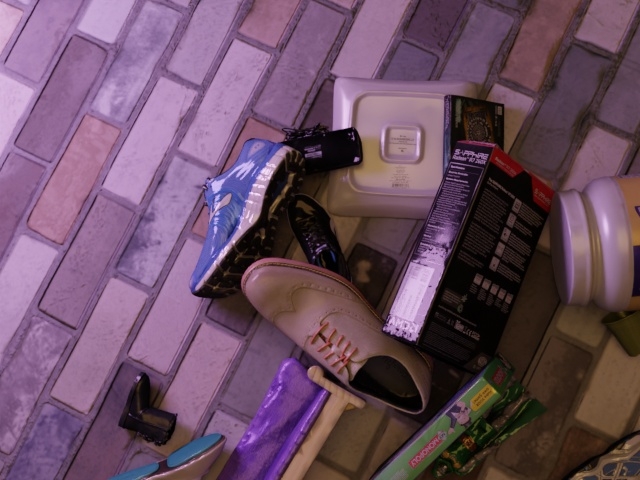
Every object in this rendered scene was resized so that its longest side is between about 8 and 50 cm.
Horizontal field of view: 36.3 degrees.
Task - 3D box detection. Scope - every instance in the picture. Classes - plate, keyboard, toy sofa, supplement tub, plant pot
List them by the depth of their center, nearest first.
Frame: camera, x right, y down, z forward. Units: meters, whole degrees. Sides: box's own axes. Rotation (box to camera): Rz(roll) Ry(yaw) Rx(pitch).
[{"bbox_3d":[0.585,0.000,1.704,0.331,0.241,0.241,-5,81,3],"label":"supplement tub"},{"bbox_3d":[-0.078,0.390,1.739,0.177,0.150,0.362,31,85,7],"label":"toy sofa"},{"bbox_3d":[0.565,0.165,1.769,0.083,0.083,0.079,-28,94,0],"label":"plant pot"},{"bbox_3d":[0.156,-0.180,1.861,0.277,0.045,0.278,3,82,4],"label":"plate"},{"bbox_3d":[-0.009,-0.174,1.866,0.192,0.038,0.100,-9,82,20],"label":"keyboard"}]

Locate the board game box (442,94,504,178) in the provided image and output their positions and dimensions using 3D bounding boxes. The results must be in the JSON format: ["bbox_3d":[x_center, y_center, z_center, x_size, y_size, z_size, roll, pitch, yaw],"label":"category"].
[{"bbox_3d":[0.287,-0.174,1.831,0.126,0.026,0.186,7,80,-26],"label":"board game box"}]

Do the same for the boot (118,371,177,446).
[{"bbox_3d":[-0.313,0.316,1.820,0.099,0.045,0.121,21,91,9],"label":"boot"}]

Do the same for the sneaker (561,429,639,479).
[{"bbox_3d":[0.507,0.418,1.728,0.211,0.080,0.081,-31,77,0],"label":"sneaker"}]

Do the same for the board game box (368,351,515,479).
[{"bbox_3d":[0.193,0.330,1.653,0.046,0.213,0.317,45,106,8],"label":"board game box"}]

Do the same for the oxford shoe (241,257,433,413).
[{"bbox_3d":[0.038,0.165,1.706,0.397,0.146,0.140,30,109,-9],"label":"oxford shoe"}]

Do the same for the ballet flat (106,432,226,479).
[{"bbox_3d":[-0.275,0.433,1.791,0.248,0.086,0.086,-23,81,2],"label":"ballet flat"}]

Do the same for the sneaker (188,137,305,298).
[{"bbox_3d":[-0.159,-0.043,1.836,0.147,0.130,0.330,30,93,33],"label":"sneaker"}]

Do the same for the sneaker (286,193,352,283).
[{"bbox_3d":[0.000,0.000,1.805,0.079,0.121,0.217,-26,81,-1],"label":"sneaker"}]

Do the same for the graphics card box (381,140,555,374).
[{"bbox_3d":[0.269,0.036,1.728,0.094,0.233,0.371,15,81,44],"label":"graphics card box"}]

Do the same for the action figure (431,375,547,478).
[{"bbox_3d":[0.285,0.345,1.768,0.137,0.063,0.232,43,90,6],"label":"action figure"}]
